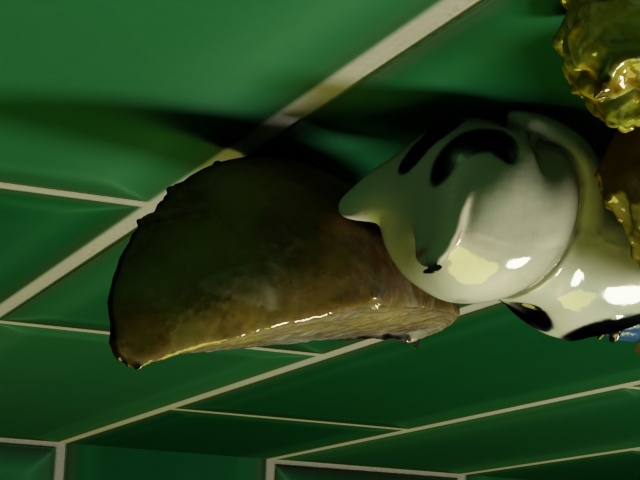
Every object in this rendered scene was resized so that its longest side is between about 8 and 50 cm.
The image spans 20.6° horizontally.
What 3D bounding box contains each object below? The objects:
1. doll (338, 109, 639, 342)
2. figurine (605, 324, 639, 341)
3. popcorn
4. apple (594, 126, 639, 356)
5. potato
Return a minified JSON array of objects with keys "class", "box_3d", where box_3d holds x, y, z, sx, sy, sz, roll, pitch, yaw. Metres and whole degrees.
[{"class":"doll","box_3d":[0.111,-0.009,0.925,0.181,0.107,0.110,19,-179,-36]},{"class":"figurine","box_3d":[0.239,0.026,1.125,0.149,0.087,0.086,-4,129,21]},{"class":"popcorn","box_3d":[0.127,-0.075,0.728,0.068,0.059,0.083,10,173,-31]},{"class":"apple","box_3d":[0.210,-0.002,0.820,0.147,0.156,0.158,-14,138,8]},{"class":"potato","box_3d":[0.003,-0.001,0.965,0.100,0.120,0.261,-18,169,38]}]
